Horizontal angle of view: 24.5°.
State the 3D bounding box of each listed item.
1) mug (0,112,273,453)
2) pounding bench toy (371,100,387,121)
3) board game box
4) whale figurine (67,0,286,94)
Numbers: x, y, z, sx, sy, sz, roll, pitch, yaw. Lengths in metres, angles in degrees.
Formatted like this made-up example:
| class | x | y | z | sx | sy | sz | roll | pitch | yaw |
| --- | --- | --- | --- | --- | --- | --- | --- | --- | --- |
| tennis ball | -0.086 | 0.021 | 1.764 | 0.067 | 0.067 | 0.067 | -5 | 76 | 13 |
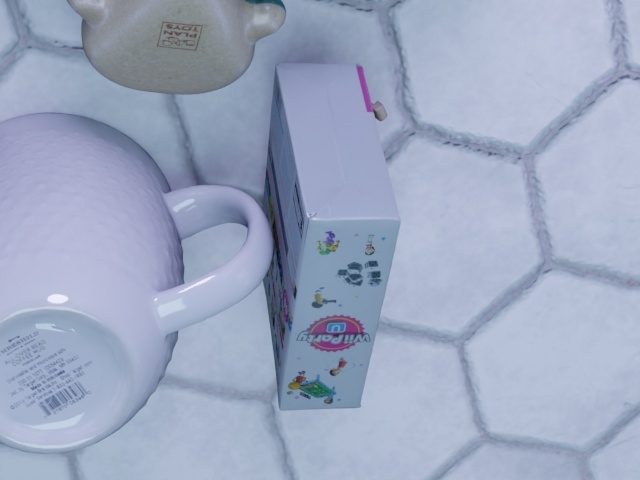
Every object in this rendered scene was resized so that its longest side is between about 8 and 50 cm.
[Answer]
| class | x | y | z | sx | sy | sz | roll | pitch | yaw |
| --- | --- | --- | --- | --- | --- | --- | --- | --- | --- |
| mug | -0.230 | 0.042 | 1.514 | 0.374 | 0.328 | 0.276 | -17 | 119 | 0 |
| pounding bench toy | 0.026 | -0.147 | 1.603 | 0.083 | 0.065 | 0.052 | -15 | 138 | 1 |
| board game box | 0.000 | 0.000 | 1.541 | 0.097 | 0.224 | 0.303 | -1 | 138 | -10 |
| whale figurine | -0.139 | -0.252 | 1.439 | 0.216 | 0.141 | 0.272 | 4 | 156 | -11 |
